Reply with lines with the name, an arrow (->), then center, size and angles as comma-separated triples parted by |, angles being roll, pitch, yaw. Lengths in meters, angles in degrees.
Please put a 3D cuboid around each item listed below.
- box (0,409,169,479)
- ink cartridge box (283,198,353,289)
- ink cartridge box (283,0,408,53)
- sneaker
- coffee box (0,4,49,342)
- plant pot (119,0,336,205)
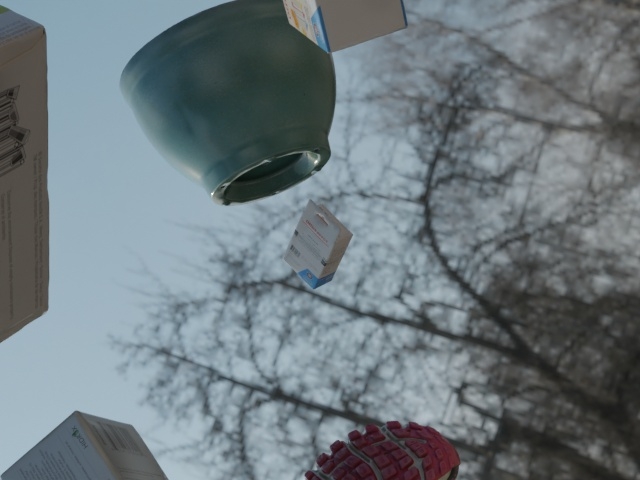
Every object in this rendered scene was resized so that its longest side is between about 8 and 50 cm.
box -> -0.182, 0.207, 1.028 | 0.087, 0.102, 0.101 | -40, -24, 5
ink cartridge box -> 0.000, 0.000, 1.226 | 0.028, 0.048, 0.083 | -24, -30, -42
ink cartridge box -> 0.014, -0.260, 1.280 | 0.090, 0.143, 0.092 | -21, -62, -12
sneaker -> 0.016, 0.290, 1.222 | 0.299, 0.121, 0.112 | -42, -58, 12
coffee box -> -0.486, -0.055, 1.161 | 0.338, 0.334, 0.338 | -38, -34, -46
plant pot -> -0.100, -0.167, 1.702 | 0.293, 0.293, 0.196 | 15, -129, -68
